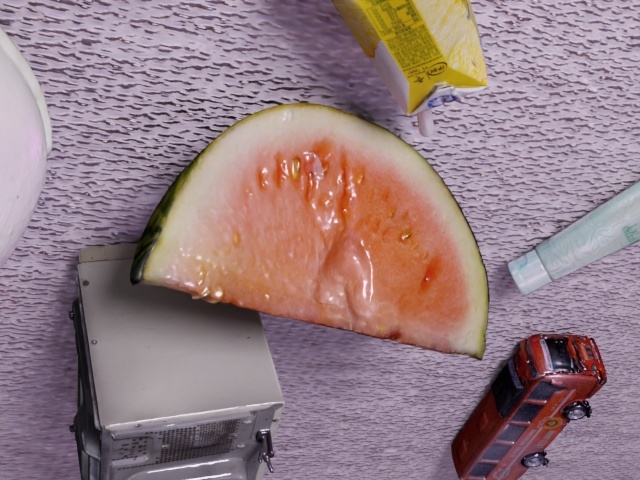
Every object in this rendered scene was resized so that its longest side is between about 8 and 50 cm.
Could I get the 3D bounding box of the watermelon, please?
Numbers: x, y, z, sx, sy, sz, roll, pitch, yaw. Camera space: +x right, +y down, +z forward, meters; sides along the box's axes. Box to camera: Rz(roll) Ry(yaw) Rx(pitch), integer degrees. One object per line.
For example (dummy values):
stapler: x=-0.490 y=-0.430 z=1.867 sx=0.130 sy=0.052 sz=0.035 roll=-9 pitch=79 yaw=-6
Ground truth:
watermelon: x=-0.016 y=-0.003 z=0.710 sx=0.303 sy=0.159 sz=0.128 roll=16 pitch=159 yaw=-37

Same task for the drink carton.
drink carton: x=0.062 y=-0.137 z=0.616 sx=0.074 sy=0.084 sz=0.200 roll=-21 pitch=142 yaw=19

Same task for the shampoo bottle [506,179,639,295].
shampoo bottle: x=0.260 y=-0.010 z=0.866 sx=0.190 sy=0.041 sz=0.069 roll=-30 pitch=144 yaw=14

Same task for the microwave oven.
microwave oven: x=-0.130 y=0.145 z=0.782 sx=0.145 sy=0.194 sz=0.240 roll=-2 pitch=140 yaw=-16

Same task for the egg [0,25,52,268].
egg: x=-0.296 y=-0.044 z=0.431 sx=0.336 sy=0.278 sz=0.278 roll=-2 pitch=137 yaw=-15

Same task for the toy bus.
toy bus: x=0.229 y=0.193 z=1.065 sx=0.096 sy=0.074 sz=0.235 roll=5 pitch=136 yaw=-16
